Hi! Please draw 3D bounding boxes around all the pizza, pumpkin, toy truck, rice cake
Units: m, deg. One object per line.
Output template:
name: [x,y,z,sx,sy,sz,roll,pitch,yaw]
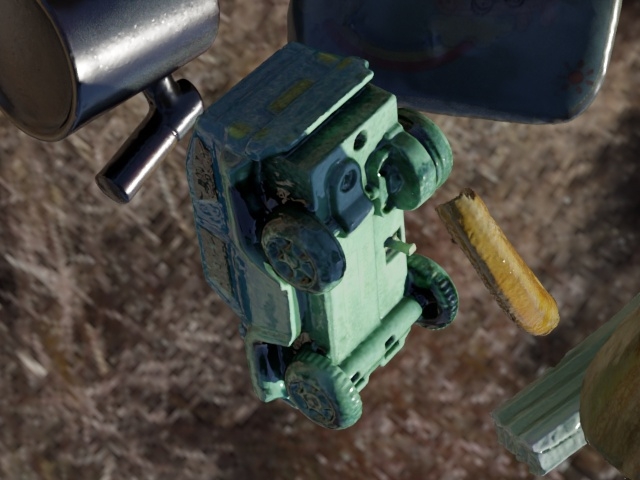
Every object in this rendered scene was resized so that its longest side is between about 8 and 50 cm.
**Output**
pizza: [0.192,0.023,1.824,0.056,0.134,0.271,-36,146,7]
pumpkin: [0.266,0.064,1.036,0.217,0.217,0.110,-32,133,-25]
toy truck: [0.000,0.000,1.233,0.155,0.156,0.279,-43,146,-31]
rice cake: [0.249,0.102,1.407,0.237,0.127,0.043,-37,104,-4]

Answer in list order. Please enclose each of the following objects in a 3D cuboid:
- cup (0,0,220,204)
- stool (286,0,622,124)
cup: [-0.203,-0.169,1.507,0.177,0.166,0.239,-32,144,-36]
stool: [0.143,-0.282,1.621,0.226,0.310,0.310,-41,140,-75]
